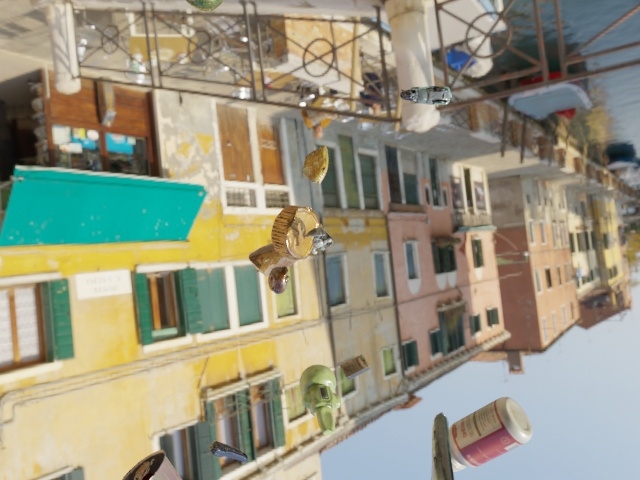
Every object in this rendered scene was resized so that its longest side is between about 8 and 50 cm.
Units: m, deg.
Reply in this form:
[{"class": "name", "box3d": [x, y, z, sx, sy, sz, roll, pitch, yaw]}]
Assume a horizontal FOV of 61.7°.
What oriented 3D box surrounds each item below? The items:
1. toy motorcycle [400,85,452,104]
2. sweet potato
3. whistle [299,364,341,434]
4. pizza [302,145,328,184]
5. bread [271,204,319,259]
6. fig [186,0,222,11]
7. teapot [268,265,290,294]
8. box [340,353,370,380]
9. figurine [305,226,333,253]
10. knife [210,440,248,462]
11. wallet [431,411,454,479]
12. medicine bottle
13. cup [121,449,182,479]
[{"class": "toy motorcycle", "box3d": [0.336, -0.464, 1.716, 0.173, 0.058, 0.100, -1, -166, -5]}, {"class": "sweet potato", "box3d": [-0.128, 0.035, 2.227, 0.337, 0.131, 0.131, -28, -179, -8]}, {"class": "whistle", "box3d": [-0.003, 0.554, 1.858, 0.141, 0.294, 0.141, -4, 135, -4]}, {"class": "pizza", "box3d": [-0.017, -0.297, 2.122, 0.099, 0.160, 0.036, 6, 169, 25]}, {"class": "bread", "box3d": [-0.094, -0.030, 1.929, 0.104, 0.199, 0.199, 12, -171, 36]}, {"class": "fig", "box3d": [-0.320, -0.676, 1.448, 0.123, 0.123, 0.156, -5, -174, -21]}, {"class": "teapot", "box3d": [-0.153, 0.150, 2.069, 0.078, 0.098, 0.129, -11, 142, -28]}, {"class": "box", "box3d": [0.110, 0.403, 1.705, 0.083, 0.053, 0.024, -22, 139, -10]}, {"class": "figurine", "box3d": [0.000, 0.000, 1.835, 0.094, 0.086, 0.082, -3, -152, 35]}, {"class": "knife", "box3d": [-0.187, 0.445, 1.122, 0.121, 0.018, 0.031, 40, -179, -42]}, {"class": "wallet", "box3d": [0.259, 0.544, 1.151, 0.046, 0.190, 0.379, 4, -170, 10]}, {"class": "medicine bottle", "box3d": [0.452, 0.545, 1.497, 0.250, 0.131, 0.131, -40, 161, 26]}, {"class": "cup", "box3d": [-0.478, 0.830, 1.666, 0.203, 0.288, 0.203, -34, -168, 9]}]
